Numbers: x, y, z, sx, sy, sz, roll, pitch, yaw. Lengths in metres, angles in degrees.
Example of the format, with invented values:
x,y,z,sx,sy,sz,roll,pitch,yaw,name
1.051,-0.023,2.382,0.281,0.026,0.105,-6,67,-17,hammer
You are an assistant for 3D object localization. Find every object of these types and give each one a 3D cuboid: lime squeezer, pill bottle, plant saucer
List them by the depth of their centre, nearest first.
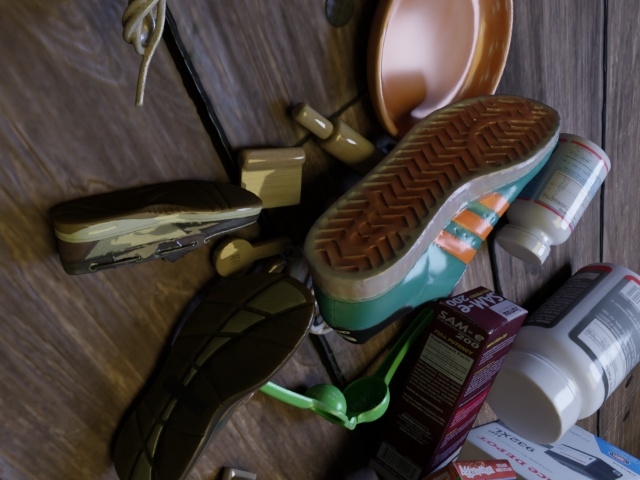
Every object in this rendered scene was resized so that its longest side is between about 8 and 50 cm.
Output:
x,y,z,sx,sy,sz,roll,pitch,yaw,name
0.110,-0.183,0.608,0.200,0.037,0.200,-23,125,-37,plant saucer
0.027,0.152,0.691,0.310,0.059,0.110,-5,115,-44,lime squeezer
0.297,-0.051,0.834,0.160,0.087,0.087,-56,139,-7,pill bottle
0.385,0.169,0.989,0.283,0.161,0.161,-33,132,-29,pill bottle

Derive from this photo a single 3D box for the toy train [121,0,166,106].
x,y,z,sx,sy,sz,roll,pitch,yaw,name
-0.119,-0.204,0.319,0.143,0.105,0.248,11,103,-38,toy train

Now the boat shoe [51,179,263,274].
x,y,z,sx,sy,sz,roll,pitch,yaw,name
-0.113,-0.010,0.464,0.152,0.056,0.049,-9,122,-33,boat shoe

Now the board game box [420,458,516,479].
x,y,z,sx,sy,sz,roll,pitch,yaw,name
0.085,0.336,0.766,0.281,0.027,0.145,-40,146,22,board game box

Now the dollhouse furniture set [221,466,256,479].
x,y,z,sx,sy,sz,roll,pitch,yaw,name
-0.232,0.337,0.526,0.303,0.174,0.355,42,55,-49,dollhouse furniture set

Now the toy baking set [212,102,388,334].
x,y,z,sx,sy,sz,roll,pitch,yaw,name
0.003,-0.006,0.603,0.256,0.030,0.196,21,100,-45,toy baking set

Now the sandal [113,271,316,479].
x,y,z,sx,sy,sz,roll,pitch,yaw,name
-0.085,0.118,0.538,0.219,0.090,0.060,-56,162,3,sandal

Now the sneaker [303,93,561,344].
x,y,z,sx,sy,sz,roll,pitch,yaw,name
0.106,-0.025,0.593,0.302,0.108,0.121,-37,145,-24,sneaker

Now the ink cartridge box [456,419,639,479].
x,y,z,sx,sy,sz,roll,pitch,yaw,name
0.367,0.395,1.045,0.307,0.223,0.129,3,108,-47,ink cartridge box

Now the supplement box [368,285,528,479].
x,y,z,sx,sy,sz,roll,pitch,yaw,name
0.157,0.183,0.798,0.130,0.073,0.239,-8,124,-54,supplement box
